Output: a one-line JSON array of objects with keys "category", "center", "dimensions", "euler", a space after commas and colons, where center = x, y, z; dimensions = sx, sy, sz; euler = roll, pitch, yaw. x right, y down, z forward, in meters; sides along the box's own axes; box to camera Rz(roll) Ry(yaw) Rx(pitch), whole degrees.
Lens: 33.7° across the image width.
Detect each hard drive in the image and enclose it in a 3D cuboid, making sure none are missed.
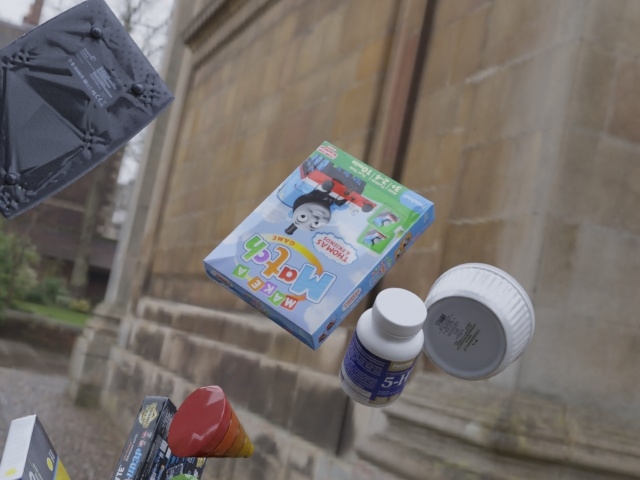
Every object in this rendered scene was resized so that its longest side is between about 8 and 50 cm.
[{"category": "hard drive", "center": [-0.319, -0.158, 1.258], "dimensions": [0.172, 0.254, 0.054], "euler": [54, -21, -11]}]

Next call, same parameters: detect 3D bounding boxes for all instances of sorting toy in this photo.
[{"category": "sorting toy", "center": [-0.172, 0.402, 1.557], "dimensions": [0.127, 0.365, 0.126], "euler": [-18, -43, 39]}]

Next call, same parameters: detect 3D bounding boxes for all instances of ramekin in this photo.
[{"category": "ramekin", "center": [0.273, 0.155, 1.910], "dimensions": [0.207, 0.207, 0.109], "euler": [9, 23, 24]}]

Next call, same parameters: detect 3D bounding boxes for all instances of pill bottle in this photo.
[{"category": "pill bottle", "center": [0.104, 0.171, 1.707], "dimensions": [0.112, 0.112, 0.187], "euler": [12, -50, -6]}]

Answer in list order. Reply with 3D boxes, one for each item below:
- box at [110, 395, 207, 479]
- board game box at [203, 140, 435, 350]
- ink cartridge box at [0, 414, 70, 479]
[{"category": "box", "center": [-0.270, 0.397, 1.758], "dimensions": [0.051, 0.220, 0.175], "euler": [-2, -40, 26]}, {"category": "board game box", "center": [0.000, 0.000, 1.173], "dimensions": [0.160, 0.211, 0.039], "euler": [32, -25, 25]}, {"category": "ink cartridge box", "center": [-0.541, 0.545, 2.071], "dimensions": [0.072, 0.304, 0.307], "euler": [-18, 24, -1]}]
